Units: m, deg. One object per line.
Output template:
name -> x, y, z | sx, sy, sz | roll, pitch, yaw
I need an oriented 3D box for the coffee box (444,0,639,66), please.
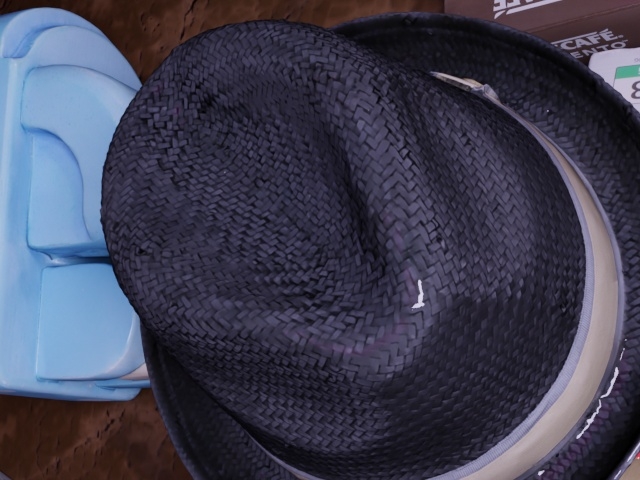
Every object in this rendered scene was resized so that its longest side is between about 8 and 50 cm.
coffee box -> 0.158, -0.227, 0.675 | 0.141, 0.098, 0.246 | -9, 73, 35

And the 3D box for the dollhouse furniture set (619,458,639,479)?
dollhouse furniture set -> 0.176, 0.139, 0.575 | 0.212, 0.161, 0.242 | 17, 67, 38

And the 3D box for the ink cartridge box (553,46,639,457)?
ink cartridge box -> 0.206, -0.005, 0.520 | 0.181, 0.056, 0.224 | -2, 51, 28

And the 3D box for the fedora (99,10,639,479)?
fedora -> 0.000, 0.000, 0.533 | 0.334, 0.152, 0.334 | -14, 63, 30

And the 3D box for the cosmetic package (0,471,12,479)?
cosmetic package -> -0.275, 0.276, 0.810 | 0.365, 0.197, 0.155 | 23, 93, 39

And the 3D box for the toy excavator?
toy excavator -> -0.117, 0.033, 0.764 | 0.445, 0.222, 0.433 | -6, 76, 27
